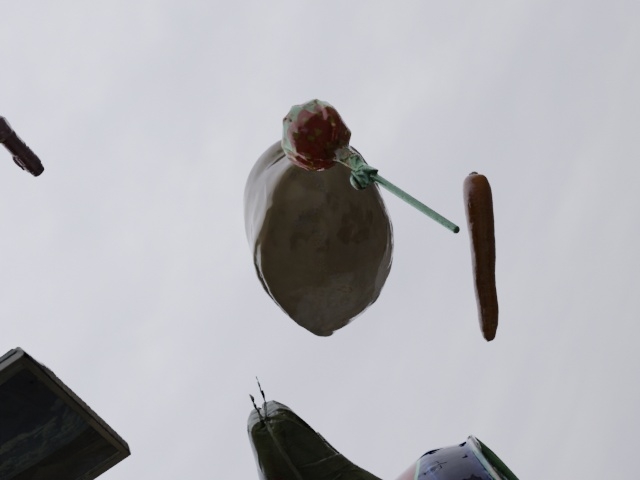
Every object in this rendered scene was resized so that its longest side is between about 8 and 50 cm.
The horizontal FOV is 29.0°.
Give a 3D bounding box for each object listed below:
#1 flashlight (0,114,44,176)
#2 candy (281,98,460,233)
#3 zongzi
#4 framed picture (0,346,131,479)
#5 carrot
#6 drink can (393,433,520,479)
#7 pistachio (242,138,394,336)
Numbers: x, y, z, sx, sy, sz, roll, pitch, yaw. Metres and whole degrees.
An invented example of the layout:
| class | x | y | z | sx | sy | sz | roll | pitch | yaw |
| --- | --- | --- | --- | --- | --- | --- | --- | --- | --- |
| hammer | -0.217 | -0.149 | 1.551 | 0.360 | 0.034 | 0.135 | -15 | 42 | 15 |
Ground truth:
| class | x | y | z | sx | sy | sz | roll | pitch | yaw |
| --- | --- | --- | --- | --- | --- | --- | --- | --- | --- |
| flashlight | -0.388 | -0.120 | 1.559 | 0.031 | 0.052 | 0.110 | -32 | -49 | 4 |
| candy | 0.056 | -0.074 | 1.396 | 0.078 | 0.288 | 0.084 | -42 | -40 | -13 |
| zongzi | 0.002 | 0.178 | 1.122 | 0.062 | 0.130 | 0.154 | -97 | -6 | -78 |
| framed picture | -0.369 | 0.247 | 1.513 | 0.189 | 0.023 | 0.260 | -34 | -43 | 0 |
| carrot | 0.233 | 0.022 | 1.782 | 0.043 | 0.043 | 0.247 | 5 | -100 | -61 |
| drink can | 0.054 | 0.224 | 0.791 | 0.205 | 0.118 | 0.118 | -41 | -31 | 3 |
| pistachio | 0.000 | 0.000 | 1.687 | 0.226 | 0.208 | 0.332 | -50 | -31 | -27 |
